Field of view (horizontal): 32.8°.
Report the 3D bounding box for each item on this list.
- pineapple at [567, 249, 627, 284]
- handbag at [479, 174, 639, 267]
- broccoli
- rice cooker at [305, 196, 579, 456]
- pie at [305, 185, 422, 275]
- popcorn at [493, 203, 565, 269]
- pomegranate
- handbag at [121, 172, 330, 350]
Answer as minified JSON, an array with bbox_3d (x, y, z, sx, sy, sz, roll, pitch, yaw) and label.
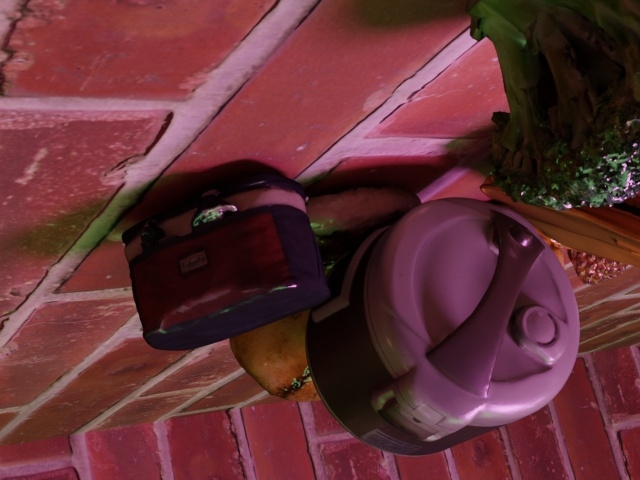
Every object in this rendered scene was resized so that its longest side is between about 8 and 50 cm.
[{"bbox_3d":[0.609,-0.009,2.059,0.277,0.119,0.130,-21,119,19],"label":"pineapple"},{"bbox_3d":[0.417,-0.037,1.518,0.283,0.133,0.401,29,-178,28],"label":"handbag"},{"bbox_3d":[0.251,-0.159,0.963,0.275,0.308,0.308,26,153,-11],"label":"broccoli"},{"bbox_3d":[0.163,0.121,1.496,0.335,0.335,0.325,-6,162,-28],"label":"rice cooker"},{"bbox_3d":[0.000,0.000,1.605,0.339,0.077,0.339,-13,164,-4],"label":"pie"},{"bbox_3d":[0.272,0.051,1.793,0.250,0.250,0.190,-15,-161,2],"label":"popcorn"},{"bbox_3d":[-0.025,0.154,1.846,0.260,0.260,0.260,-13,164,-4],"label":"pomegranate"},{"bbox_3d":[-0.128,0.022,1.379,0.254,0.181,0.181,-23,162,21],"label":"handbag"}]
